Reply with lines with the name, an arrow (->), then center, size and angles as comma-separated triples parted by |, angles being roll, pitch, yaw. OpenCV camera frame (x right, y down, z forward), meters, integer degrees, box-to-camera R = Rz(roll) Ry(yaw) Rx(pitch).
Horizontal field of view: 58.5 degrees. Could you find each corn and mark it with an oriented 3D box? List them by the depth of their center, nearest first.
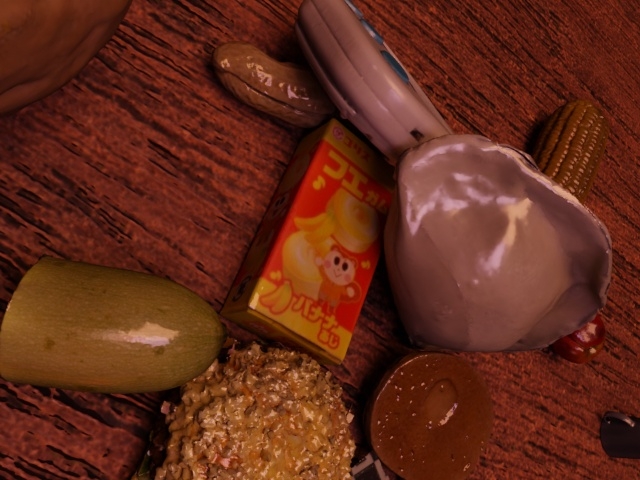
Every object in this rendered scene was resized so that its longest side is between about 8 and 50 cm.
corn -> 0.417, -0.111, 1.009 | 0.120, 0.120, 0.363 | 43, 64, -19

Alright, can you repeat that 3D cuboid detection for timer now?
timer -> 0.074, -0.193, 0.730 | 0.237, 0.087, 0.262 | 32, 28, -47

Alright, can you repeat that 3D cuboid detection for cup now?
cup -> 0.556, 0.346, 1.028 | 0.100, 0.077, 0.078 | 51, 57, -14

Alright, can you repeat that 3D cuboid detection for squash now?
squash -> -0.180, 0.085, 0.528 | 0.186, 0.123, 0.123 | 11, 73, -11

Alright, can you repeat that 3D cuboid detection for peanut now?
peanut -> -0.058, -0.199, 0.727 | 0.174, 0.080, 0.080 | 19, 70, -27

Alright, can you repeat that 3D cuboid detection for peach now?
peach -> 0.435, 0.154, 0.981 | 0.100, 0.100, 0.101 | 8, 76, -33

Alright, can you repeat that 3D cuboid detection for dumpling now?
dumpling -> 0.210, 0.030, 0.696 | 0.181, 0.259, 0.342 | -48, 137, -64

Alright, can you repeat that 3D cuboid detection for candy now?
candy -> 0.000, 0.000, 0.714 | 0.146, 0.088, 0.276 | 33, 64, -24

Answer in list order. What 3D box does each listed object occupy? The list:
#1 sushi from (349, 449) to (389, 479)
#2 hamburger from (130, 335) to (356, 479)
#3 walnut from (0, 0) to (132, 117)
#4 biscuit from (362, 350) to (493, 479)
sushi -> 0.055, 0.379, 0.706 | 0.139, 0.031, 0.201 | -32, 98, -24
hamburger -> -0.058, 0.228, 0.595 | 0.261, 0.138, 0.243 | 37, 62, -22
walnut -> -0.308, -0.263, 0.419 | 0.380, 0.381, 0.382 | 8, 76, -33
biscuit -> 0.142, 0.236, 0.762 | 0.181, 0.049, 0.208 | -45, 111, -13
